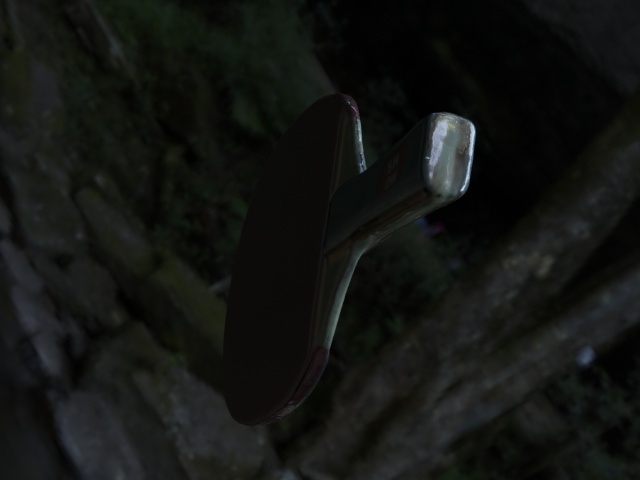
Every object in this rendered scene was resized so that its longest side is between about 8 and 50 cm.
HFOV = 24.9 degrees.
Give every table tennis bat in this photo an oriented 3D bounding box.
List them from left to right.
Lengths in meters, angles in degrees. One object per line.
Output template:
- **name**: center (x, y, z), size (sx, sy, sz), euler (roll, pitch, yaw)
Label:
- **table tennis bat**: center (0.000, 0.000, 0.639), size (0.274, 0.021, 0.154), euler (146, -46, -66)
